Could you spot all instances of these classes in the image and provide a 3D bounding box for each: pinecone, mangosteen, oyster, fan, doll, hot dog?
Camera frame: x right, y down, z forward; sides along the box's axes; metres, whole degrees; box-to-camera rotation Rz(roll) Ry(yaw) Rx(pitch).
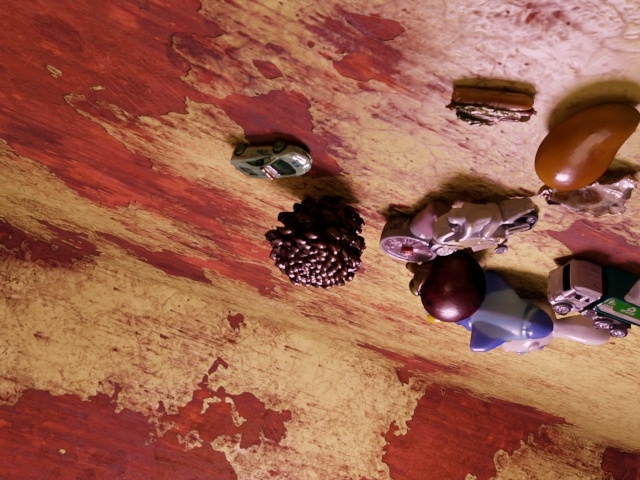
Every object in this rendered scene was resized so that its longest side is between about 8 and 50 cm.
[{"bbox_3d":[0.000,0.000,1.454,0.221,0.222,0.221,14,160,5],"label":"pinecone"},{"bbox_3d":[0.289,0.101,1.541,0.199,0.200,0.200,14,160,5],"label":"mangosteen"},{"bbox_3d":[0.442,-0.083,1.096,0.148,0.051,0.103,3,146,11],"label":"oyster"},{"bbox_3d":[0.214,-0.019,1.417,0.130,0.074,0.244,19,156,-8],"label":"fan"},{"bbox_3d":[0.471,0.212,1.664,0.365,0.187,0.376,18,143,-27],"label":"doll"},{"bbox_3d":[0.250,-0.194,0.965,0.133,0.041,0.056,10,159,17],"label":"hot dog"}]

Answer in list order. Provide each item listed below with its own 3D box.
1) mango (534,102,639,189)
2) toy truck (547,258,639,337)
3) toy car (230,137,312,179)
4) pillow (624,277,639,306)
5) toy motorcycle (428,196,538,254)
[{"bbox_3d":[0.383,-0.135,0.959,0.102,0.085,0.184,18,155,-7],"label":"mango"},{"bbox_3d":[0.628,0.125,1.431,0.253,0.114,0.124,21,146,-13],"label":"toy truck"},{"bbox_3d":[-0.103,-0.156,1.321,0.186,0.058,0.093,2,154,36],"label":"toy car"},{"bbox_3d":[0.653,0.077,1.011,0.312,0.119,0.310,26,155,25],"label":"pillow"},{"bbox_3d":[0.303,-0.029,1.273,0.228,0.074,0.151,-17,147,25],"label":"toy motorcycle"}]
